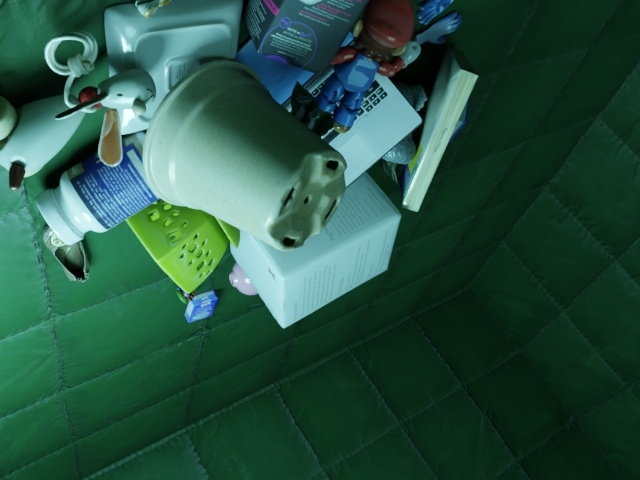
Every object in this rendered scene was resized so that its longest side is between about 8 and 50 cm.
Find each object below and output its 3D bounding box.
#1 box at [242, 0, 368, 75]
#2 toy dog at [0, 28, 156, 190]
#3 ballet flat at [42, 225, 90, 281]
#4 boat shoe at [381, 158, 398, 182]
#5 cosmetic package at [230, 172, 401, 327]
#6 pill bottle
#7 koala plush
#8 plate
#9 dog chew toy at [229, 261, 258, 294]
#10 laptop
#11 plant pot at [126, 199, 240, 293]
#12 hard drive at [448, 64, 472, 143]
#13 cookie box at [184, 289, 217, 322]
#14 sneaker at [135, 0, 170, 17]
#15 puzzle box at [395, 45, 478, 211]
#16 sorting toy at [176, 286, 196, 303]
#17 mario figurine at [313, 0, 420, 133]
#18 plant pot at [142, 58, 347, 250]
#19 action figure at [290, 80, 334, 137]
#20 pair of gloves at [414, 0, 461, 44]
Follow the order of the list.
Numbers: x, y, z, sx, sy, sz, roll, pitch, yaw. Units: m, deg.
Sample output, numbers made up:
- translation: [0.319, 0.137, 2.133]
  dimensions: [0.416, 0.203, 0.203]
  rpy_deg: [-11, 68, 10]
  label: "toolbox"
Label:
- translation: [-0.014, -0.484, 1.227]
  dimensions: [0.165, 0.143, 0.270]
  rpy_deg: [9, 133, -35]
  label: "box"
- translation: [-0.459, -0.194, 1.139]
  dimensions: [0.333, 0.161, 0.220]
  rpy_deg: [-30, 153, 18]
  label: "toy dog"
- translation: [-0.606, 0.035, 1.546]
  dimensions: [0.084, 0.058, 0.250]
  rpy_deg: [-26, 154, -22]
  label: "ballet flat"
- translation: [0.244, -0.286, 2.028]
  dimensions: [0.109, 0.094, 0.302]
  rpy_deg: [-34, 155, -3]
  label: "boat shoe"
- translation: [-0.029, -0.019, 1.877]
  dimensions: [0.393, 0.327, 0.329]
  rpy_deg: [-28, 155, -19]
  label: "cosmetic package"
- translation: [-0.454, -0.111, 1.363]
  dimensions: [0.264, 0.153, 0.153]
  rpy_deg: [-33, 156, -7]
  label: "pill bottle"
- translation: [0.200, -0.341, 1.787]
  dimensions: [0.196, 0.203, 0.221]
  rpy_deg: [9, 105, -29]
  label: "koala plush"
- translation: [-0.278, -0.338, 1.262]
  dimensions: [0.277, 0.045, 0.277]
  rpy_deg: [-19, 142, -30]
  label: "plate"
- translation: [-0.139, 0.089, 2.106]
  dimensions: [0.331, 0.207, 0.207]
  rpy_deg: [-13, 149, -24]
  label: "dog chew toy"
- translation: [-0.019, -0.302, 1.501]
  dimensions: [0.382, 0.408, 0.236]
  rpy_deg: [-40, -171, 11]
  label: "laptop"
- translation: [-0.336, -0.041, 1.573]
  dimensions: [0.207, 0.227, 0.228]
  rpy_deg: [-38, 156, -10]
  label: "plant pot"
- translation: [0.359, -0.347, 1.901]
  dimensions: [0.040, 0.210, 0.319]
  rpy_deg: [17, 153, -7]
  label: "hard drive"
- translation: [-0.408, 0.226, 2.176]
  dimensions: [0.091, 0.040, 0.107]
  rpy_deg: [-16, 150, -36]
  label: "cookie box"
- translation: [-0.293, -0.433, 1.135]
  dimensions: [0.083, 0.037, 0.032]
  rpy_deg: [-49, -175, -28]
  label: "sneaker"
- translation: [0.314, -0.315, 1.792]
  dimensions: [0.052, 0.272, 0.409]
  rpy_deg: [17, 119, -7]
  label: "puzzle box"
- translation: [-0.422, 0.163, 2.021]
  dimensions: [0.042, 0.061, 0.102]
  rpy_deg: [-36, 179, 0]
  label: "sorting toy"
- translation: [0.088, -0.405, 1.405]
  dimensions: [0.198, 0.170, 0.321]
  rpy_deg: [-17, 150, -53]
  label: "mario figurine"
- translation: [-0.127, -0.147, 1.281]
  dimensions: [0.333, 0.305, 0.334]
  rpy_deg: [-39, 149, -30]
  label: "plant pot"
- translation: [-0.057, -0.230, 1.446]
  dimensions: [0.063, 0.137, 0.232]
  rpy_deg: [-22, 159, -31]
  label: "action figure"
- translation: [0.314, -0.583, 1.667]
  dimensions: [0.159, 0.023, 0.198]
  rpy_deg: [-30, 155, -12]
  label: "pair of gloves"
